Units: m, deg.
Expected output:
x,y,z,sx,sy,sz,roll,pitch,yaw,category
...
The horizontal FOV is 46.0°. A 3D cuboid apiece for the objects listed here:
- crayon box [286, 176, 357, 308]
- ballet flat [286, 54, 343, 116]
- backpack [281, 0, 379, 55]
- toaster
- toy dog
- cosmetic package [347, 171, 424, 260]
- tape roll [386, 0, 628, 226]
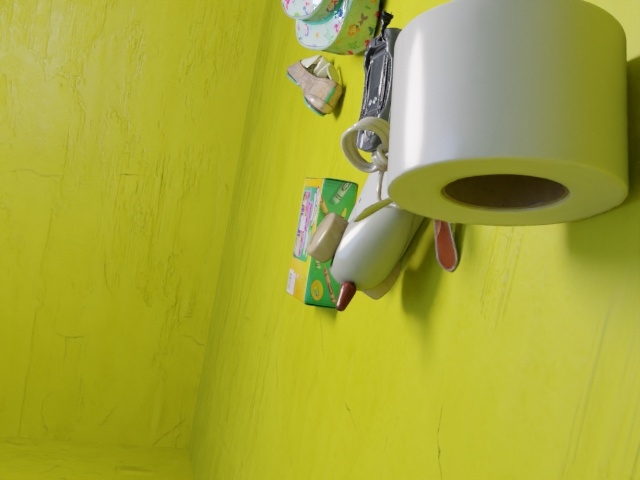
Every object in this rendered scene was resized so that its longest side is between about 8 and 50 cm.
x,y,z,sx,sy,sz,roll,pitch,yaw,category
0.000,0.000,1.689,0.165,0.081,0.279,-162,81,-73,crayon box
-0.005,-0.412,1.928,0.106,0.107,0.316,-54,30,17,ballet flat
0.030,-0.542,1.669,0.225,0.191,0.254,23,112,51,backpack
0.145,-0.236,1.196,0.129,0.146,0.227,177,100,-73,toaster
0.099,-0.005,1.153,0.334,0.220,0.161,108,178,-45,toy dog
0.115,-0.045,1.319,0.117,0.085,0.231,-98,22,-44,cosmetic package
0.195,-0.126,0.797,0.246,0.246,0.169,149,127,-69,tape roll
